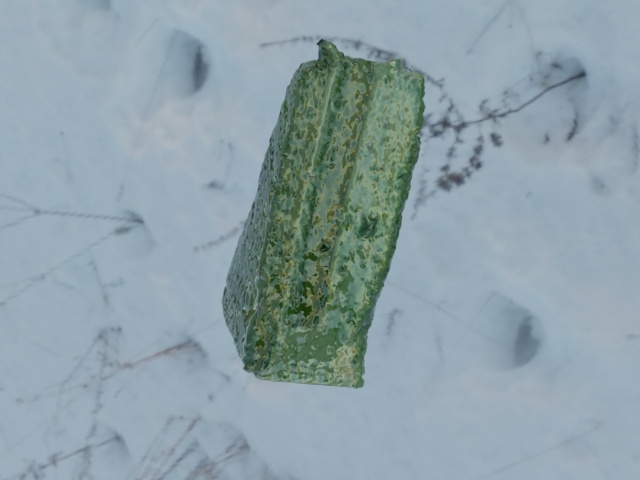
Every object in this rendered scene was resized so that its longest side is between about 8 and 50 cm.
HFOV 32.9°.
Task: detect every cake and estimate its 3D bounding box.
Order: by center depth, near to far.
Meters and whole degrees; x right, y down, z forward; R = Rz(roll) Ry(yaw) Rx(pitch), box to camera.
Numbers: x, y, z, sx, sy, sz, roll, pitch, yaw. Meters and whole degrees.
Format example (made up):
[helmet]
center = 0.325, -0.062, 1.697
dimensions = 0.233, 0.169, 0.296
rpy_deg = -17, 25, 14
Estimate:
[cake]
center = 0.008, -0.007, 0.741
dimensions = 0.099, 0.100, 0.235
rpy_deg = -109, 33, -52
